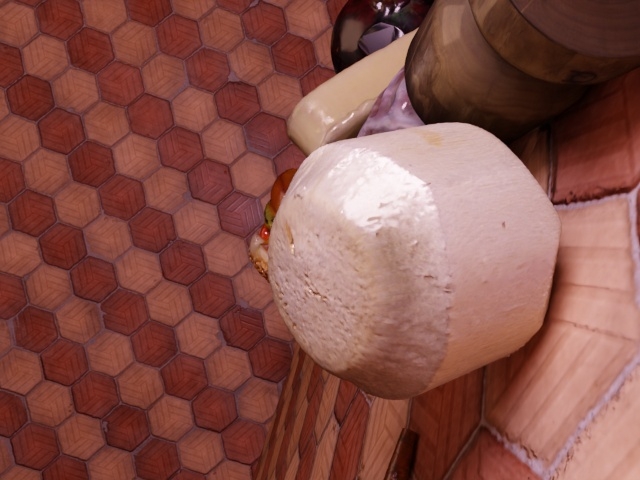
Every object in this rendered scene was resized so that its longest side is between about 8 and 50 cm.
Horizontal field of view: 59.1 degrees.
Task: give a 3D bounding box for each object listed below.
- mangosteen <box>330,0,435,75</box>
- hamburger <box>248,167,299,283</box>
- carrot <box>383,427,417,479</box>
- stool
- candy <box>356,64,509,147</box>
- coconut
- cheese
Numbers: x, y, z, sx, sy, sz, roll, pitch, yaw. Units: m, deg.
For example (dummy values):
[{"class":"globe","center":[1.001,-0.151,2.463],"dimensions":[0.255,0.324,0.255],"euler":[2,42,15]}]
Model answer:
[{"class":"mangosteen","center":[0.168,-0.401,1.206],"dimensions":[0.311,0.310,0.312],"euler":[-161,90,-86]},{"class":"hamburger","center":[0.000,0.000,1.340],"dimensions":[0.330,0.329,0.250],"euler":[-79,14,-65]},{"class":"carrot","center":[0.099,0.284,0.706],"dimensions":[0.032,0.032,0.093],"euler":[117,176,-67]},{"class":"stool","center":[0.195,-0.204,0.536],"dimensions":[0.264,0.179,0.179],"euler":[139,150,-83]},{"class":"candy","center":[0.143,-0.110,0.773],"dimensions":[0.214,0.157,0.290],"euler":[17,86,55]},{"class":"coconut","center":[0.096,0.008,0.528],"dimensions":[0.237,0.265,0.238],"euler":[17,111,51]},{"class":"cheese","center":[0.092,-0.207,1.001],"dimensions":[0.383,0.104,0.384],"euler":[-34,-22,-15]}]
